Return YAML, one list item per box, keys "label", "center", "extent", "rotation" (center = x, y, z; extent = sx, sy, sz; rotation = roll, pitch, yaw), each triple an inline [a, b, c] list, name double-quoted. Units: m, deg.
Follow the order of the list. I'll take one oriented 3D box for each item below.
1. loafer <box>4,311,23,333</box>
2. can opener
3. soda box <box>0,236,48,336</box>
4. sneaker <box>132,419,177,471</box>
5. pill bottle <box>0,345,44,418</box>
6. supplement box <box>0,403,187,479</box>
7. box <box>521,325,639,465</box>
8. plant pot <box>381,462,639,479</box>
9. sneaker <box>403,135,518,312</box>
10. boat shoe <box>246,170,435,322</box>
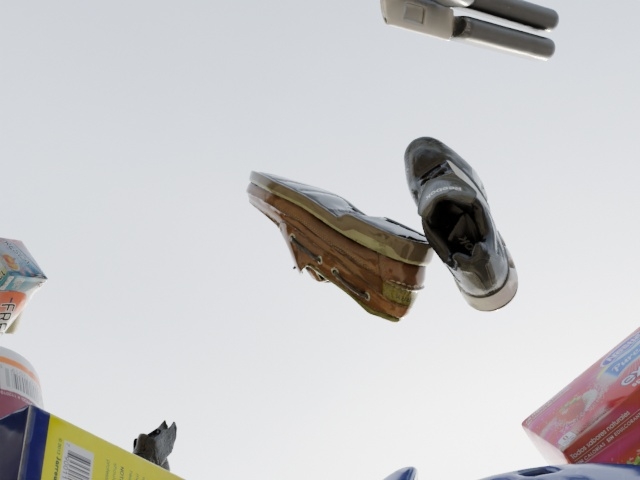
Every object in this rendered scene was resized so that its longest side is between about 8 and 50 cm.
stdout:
- label: "loafer"
  center: [-0.532, 0.103, 1.330]
  extent: [0.268, 0.102, 0.092]
  rotation: [-9, -94, 9]
- label: "can opener"
  center: [0.185, -0.266, 1.143]
  extent: [0.093, 0.280, 0.074]
  rotation: [13, -84, 51]
- label: "soda box"
  center: [-0.373, 0.081, 1.027]
  extent: [0.183, 0.058, 0.063]
  rotation: [-48, -115, 15]
- label: "sneaker"
  center: [-0.321, 0.386, 1.731]
  extent: [0.051, 0.170, 0.089]
  rotation: [-6, -87, 38]
- label: "pill bottle"
  center: [-0.483, 0.352, 1.339]
  extent: [0.224, 0.392, 0.224]
  rotation: [-12, -47, -13]
- label: "supplement box"
  center: [-0.267, 0.363, 1.093]
  extent: [0.194, 0.195, 0.356]
  rotation: [-27, -44, 26]
- label: "box"
  center: [0.337, 0.154, 0.919]
  extent: [0.257, 0.128, 0.123]
  rotation: [-38, -86, -4]
- label: "plant pot"
  center: [0.115, 0.279, 0.623]
  extent: [0.212, 0.236, 0.236]
  rotation: [3, -84, 10]
- label: "sneaker"
  center: [0.140, -0.040, 1.036]
  extent: [0.078, 0.234, 0.106]
  rotation: [-27, -37, 10]
- label: "boat shoe"
  center: [0.000, 0.000, 1.144]
  extent: [0.307, 0.110, 0.105]
  rotation: [30, -73, 48]
